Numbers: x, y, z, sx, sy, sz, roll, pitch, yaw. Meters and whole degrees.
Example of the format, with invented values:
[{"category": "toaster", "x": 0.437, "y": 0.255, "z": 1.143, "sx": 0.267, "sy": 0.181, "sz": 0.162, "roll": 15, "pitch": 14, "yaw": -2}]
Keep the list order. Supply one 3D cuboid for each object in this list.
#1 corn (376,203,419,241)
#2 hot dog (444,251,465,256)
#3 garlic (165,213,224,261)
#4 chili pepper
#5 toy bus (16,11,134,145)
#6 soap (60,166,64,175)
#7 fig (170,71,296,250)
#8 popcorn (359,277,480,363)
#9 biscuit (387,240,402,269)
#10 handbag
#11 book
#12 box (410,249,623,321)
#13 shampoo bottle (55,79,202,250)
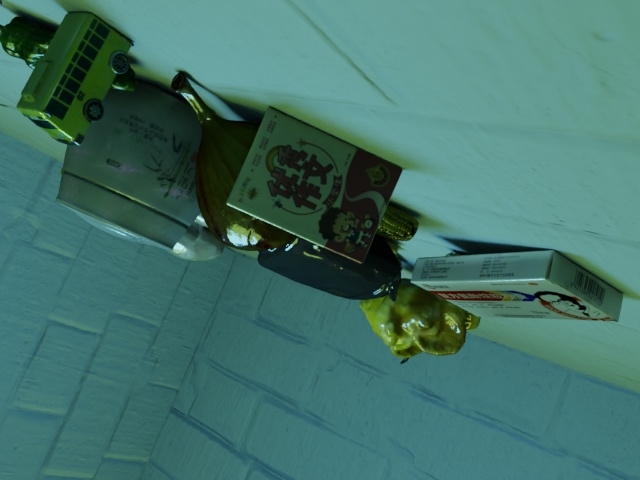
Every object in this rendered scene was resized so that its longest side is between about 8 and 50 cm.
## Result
[{"category": "corn", "x": 0.093, "y": -0.053, "z": 1.377, "sx": 0.203, "sy": 0.072, "sz": 0.072, "roll": 23, "pitch": 173, "yaw": -4}, {"category": "hot dog", "x": 0.366, "y": 0.097, "z": 1.645, "sx": 0.083, "sy": 0.068, "sz": 0.289, "roll": -11, "pitch": 149, "yaw": 34}, {"category": "garlic", "x": -0.299, "y": -0.075, "z": 1.765, "sx": 0.292, "sy": 0.210, "sz": 0.237, "roll": 39, "pitch": -161, "yaw": -11}, {"category": "chili pepper", "x": -0.413, "y": -0.301, "z": 1.152, "sx": 0.256, "sy": 0.074, "sz": 0.100, "roll": 18, "pitch": 169, "yaw": 4}, {"category": "toy bus", "x": -0.357, "y": -0.234, "z": 1.031, "sx": 0.088, "sy": 0.175, "sz": 0.101, "roll": 16, "pitch": 167, "yaw": 41}, {"category": "soap", "x": -0.472, "y": -0.176, "z": 1.708, "sx": 0.096, "sy": 0.204, "sz": 0.324, "roll": 33, "pitch": 173, "yaw": 8}, {"category": "fig", "x": -0.132, "y": -0.142, "z": 1.166, "sx": 0.217, "sy": 0.217, "sz": 0.321, "roll": 12, "pitch": 138, "yaw": 55}, {"category": "popcorn", "x": 0.270, "y": 0.223, "z": 2.013, "sx": 0.315, "sy": 0.281, "sz": 0.297, "roll": 25, "pitch": -157, "yaw": 36}, {"category": "biscuit", "x": 0.142, "y": 0.026, "z": 1.890, "sx": 0.154, "sy": 0.045, "sz": 0.299, "roll": 23, "pitch": 172, "yaw": 13}, {"category": "handbag", "x": -0.002, "y": 0.021, "z": 1.451, "sx": 0.301, "sy": 0.178, "sz": 0.275, "roll": 25, "pitch": -153, "yaw": -24}, {"category": "book", "x": -0.007, "y": -0.083, "z": 1.096, "sx": 0.231, "sy": 0.162, "sz": 0.022, "roll": 24, "pitch": 177, "yaw": -8}, {"category": "box", "x": 0.371, "y": 0.093, "z": 1.396, "sx": 0.214, "sy": 0.069, "sz": 0.353, "roll": 27, "pitch": 161, "yaw": -29}, {"category": "shampoo bottle", "x": -0.330, "y": -0.133, "z": 1.316, "sx": 0.272, "sy": 0.267, "sz": 0.273, "roll": 22, "pitch": 173, "yaw": 3}]
